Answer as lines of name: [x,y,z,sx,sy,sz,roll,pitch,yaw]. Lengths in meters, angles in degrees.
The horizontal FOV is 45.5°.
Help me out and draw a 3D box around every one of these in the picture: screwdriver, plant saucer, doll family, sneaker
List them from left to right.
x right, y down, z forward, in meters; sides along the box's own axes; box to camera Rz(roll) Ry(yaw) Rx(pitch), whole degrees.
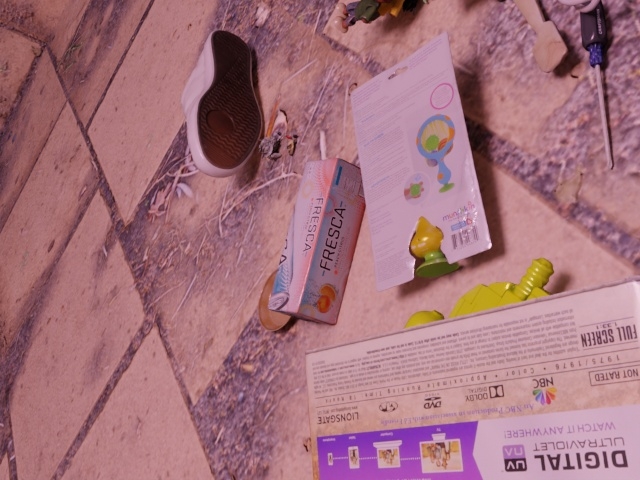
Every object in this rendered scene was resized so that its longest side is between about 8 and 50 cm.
sneaker: [-0.157,-0.183,1.154,0.123,0.106,0.290,-48,31,41]
plant saucer: [-0.046,0.072,0.928,0.083,0.015,0.083,-30,49,42]
doll family: [0.090,-0.327,0.915,0.111,0.076,0.193,-16,57,54]
screwdriver: [0.239,-0.140,0.659,0.024,0.025,0.169,-21,55,46]

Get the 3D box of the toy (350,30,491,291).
toy: [0.106,-0.074,0.773,0.137,0.056,0.237,-26,57,39]

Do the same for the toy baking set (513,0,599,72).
toy baking set: [0.228,-0.290,0.717,0.256,0.030,0.197,-67,23,11]

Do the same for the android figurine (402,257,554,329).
android figurine: [0.136,0.146,0.617,0.272,0.056,0.248,-61,36,13]

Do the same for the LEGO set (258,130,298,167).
LEGO set: [-0.065,-0.133,1.056,0.083,0.023,0.054,-25,53,44]

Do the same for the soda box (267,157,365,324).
soda box: [0.000,0.000,0.870,0.063,0.058,0.183,0,71,53]

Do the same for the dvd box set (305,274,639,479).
dvd box set: [0.121,0.258,0.496,0.308,0.062,0.420,-22,67,45]
